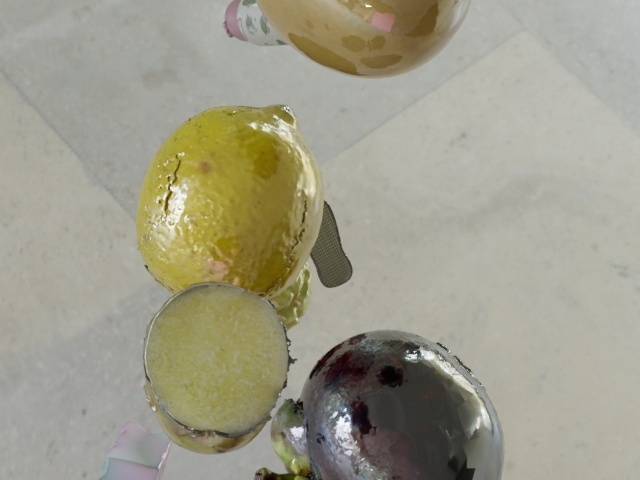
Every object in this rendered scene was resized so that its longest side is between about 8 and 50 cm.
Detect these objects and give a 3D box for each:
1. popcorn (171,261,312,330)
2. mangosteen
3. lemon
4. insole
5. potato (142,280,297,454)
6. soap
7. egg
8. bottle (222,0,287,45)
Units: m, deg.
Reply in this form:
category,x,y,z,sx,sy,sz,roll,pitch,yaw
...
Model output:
category,x,y,z,sx,sy,sz,roll,pitch,yaw
popcorn,-0.151,0.067,1.686,0.270,0.258,0.224,4,60,24
mangosteen,0.096,0.283,1.255,0.330,0.330,0.330,10,58,-16
lemon,-0.120,-0.048,1.259,0.257,0.258,0.310,23,96,-7
insole,0.000,0.000,1.599,0.086,0.253,0.005,-27,44,1
potato,-0.112,0.141,0.982,0.164,0.081,0.200,11,48,-9
soap,-0.385,0.535,1.749,0.109,0.324,0.193,19,18,0
egg,0.043,-0.313,1.009,0.250,0.250,0.322,0,40,-21
bottle,-0.097,-0.448,1.827,0.120,0.253,0.120,-9,104,-38
